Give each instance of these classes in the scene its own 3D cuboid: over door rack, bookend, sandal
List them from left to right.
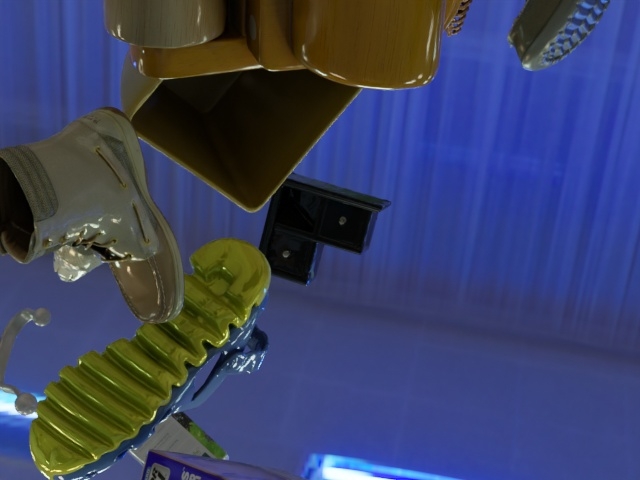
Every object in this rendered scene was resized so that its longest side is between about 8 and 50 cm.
[{"bbox_3d":[-0.384,0.137,1.184,0.108,0.239,0.324,-20,-138,42],"label":"over door rack"},{"bbox_3d":[-0.162,0.146,1.411,0.317,0.138,0.126,-39,-126,-11],"label":"sandal"},{"bbox_3d":[0.000,0.000,1.884,0.156,0.157,0.072,17,-169,10],"label":"bookend"}]

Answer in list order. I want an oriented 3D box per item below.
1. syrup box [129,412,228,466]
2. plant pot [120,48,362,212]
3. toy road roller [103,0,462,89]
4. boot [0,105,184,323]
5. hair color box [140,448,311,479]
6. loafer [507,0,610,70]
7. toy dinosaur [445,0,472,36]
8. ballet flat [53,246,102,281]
[{"bbox_3d":[-0.249,0.271,1.950,0.237,0.096,0.093,42,-104,9],"label":"syrup box"},{"bbox_3d":[-0.114,-0.201,1.588,0.212,0.212,0.187,35,-169,-36],"label":"plant pot"},{"bbox_3d":[-0.021,-0.240,1.211,0.329,0.203,0.240,-8,-148,-18],"label":"toy road roller"},{"bbox_3d":[-0.214,-0.002,1.221,0.077,0.213,0.165,-9,-167,35],"label":"boot"},{"bbox_3d":[-0.013,0.285,1.246,0.185,0.110,0.338,17,172,-38],"label":"hair color box"},{"bbox_3d":[0.217,-0.264,1.128,0.087,0.251,0.094,28,-173,21],"label":"loafer"},{"bbox_3d":[0.202,-0.414,1.703,0.164,0.322,0.218,43,-136,1],"label":"toy dinosaur"},{"bbox_3d":[-0.269,0.023,1.479,0.057,0.052,0.168,29,175,-4],"label":"ballet flat"}]
